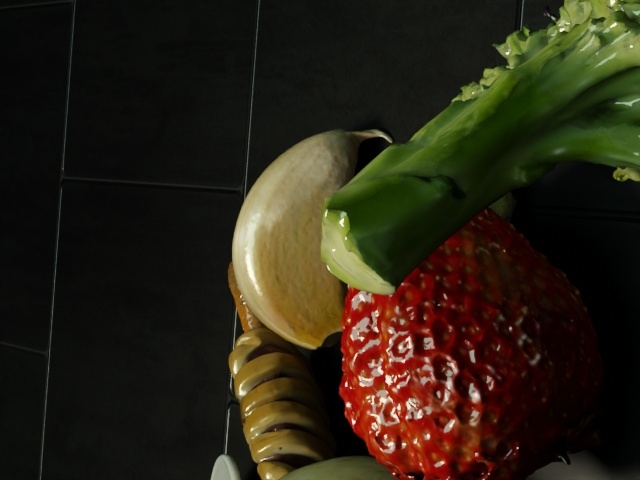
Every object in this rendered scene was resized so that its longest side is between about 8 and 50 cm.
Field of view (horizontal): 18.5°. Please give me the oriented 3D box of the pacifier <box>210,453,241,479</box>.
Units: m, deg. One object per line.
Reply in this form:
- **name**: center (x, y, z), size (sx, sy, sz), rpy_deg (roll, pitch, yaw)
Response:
- **pacifier**: center (-0.146, 0.383, 2.214), size (0.227, 0.207, 0.279), rpy_deg (144, 124, -70)

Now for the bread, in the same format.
- **bread**: center (-0.031, 0.201, 2.112), size (0.081, 0.134, 0.225), rpy_deg (-26, 47, 9)

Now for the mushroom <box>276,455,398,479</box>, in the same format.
- **mushroom**: center (0.034, 0.379, 1.891), size (0.352, 0.260, 0.352), rpy_deg (-26, 46, 31)

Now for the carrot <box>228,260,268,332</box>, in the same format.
- **carrot**: center (-0.068, 0.106, 2.267), size (0.047, 0.047, 0.191), rpy_deg (-41, 58, 47)

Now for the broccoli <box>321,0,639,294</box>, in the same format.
- **broccoli**: center (0.207, -0.099, 1.577), size (0.275, 0.397, 0.353), rpy_deg (54, 130, 11)

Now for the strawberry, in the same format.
- **strawberry**: center (0.118, 0.087, 1.797), size (0.250, 0.238, 0.288), rpy_deg (-12, 101, 45)

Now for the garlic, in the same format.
- **garlic**: center (-0.012, -0.007, 2.136), size (0.164, 0.145, 0.245), rpy_deg (9, 94, 24)

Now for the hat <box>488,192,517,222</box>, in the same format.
- **hat**: center (0.157, -0.022, 1.914), size (0.076, 0.059, 0.077), rpy_deg (-55, 8, -32)
